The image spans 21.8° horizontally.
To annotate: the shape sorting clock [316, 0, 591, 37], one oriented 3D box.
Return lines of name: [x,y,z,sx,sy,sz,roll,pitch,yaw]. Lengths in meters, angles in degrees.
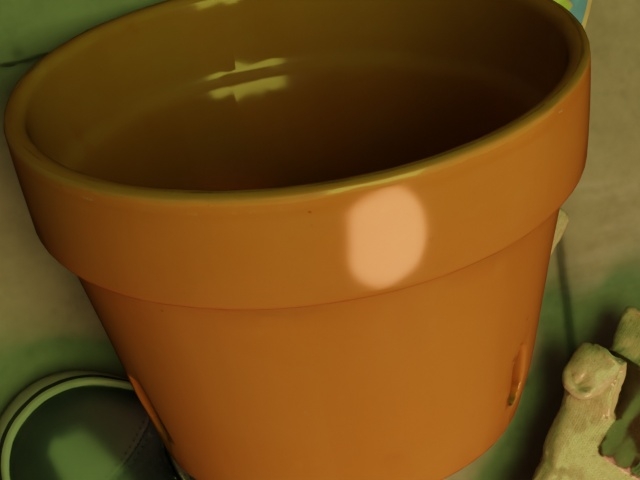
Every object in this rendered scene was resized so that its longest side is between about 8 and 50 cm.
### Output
shape sorting clock: [0.077,-0.163,1.001,0.206,0.040,0.206,-3,96,-25]

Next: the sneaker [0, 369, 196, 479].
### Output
sneaker: [-0.045,0.199,0.935,0.126,0.127,0.321,-48,111,-12]

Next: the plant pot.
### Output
plant pot: [0.000,0.000,0.867,0.291,0.291,0.203,-21,120,-22]

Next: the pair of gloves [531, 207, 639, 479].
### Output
pair of gloves: [0.131,0.093,1.037,0.240,0.042,0.204,43,78,-13]
